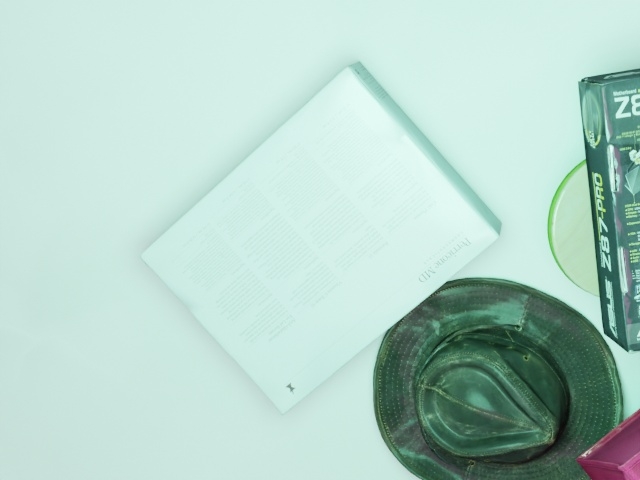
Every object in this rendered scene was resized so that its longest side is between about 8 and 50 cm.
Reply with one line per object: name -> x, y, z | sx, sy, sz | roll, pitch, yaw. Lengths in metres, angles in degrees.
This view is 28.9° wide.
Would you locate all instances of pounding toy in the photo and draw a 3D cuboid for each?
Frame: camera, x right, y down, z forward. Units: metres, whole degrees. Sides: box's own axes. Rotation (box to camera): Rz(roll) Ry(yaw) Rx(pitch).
pounding toy -> 0.379, -0.028, 1.535 | 0.236, 0.110, 0.183 | -4, 100, -10

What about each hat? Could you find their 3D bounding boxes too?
hat -> 0.222, 0.204, 1.578 | 0.331, 0.134, 0.331 | 0, 93, 9

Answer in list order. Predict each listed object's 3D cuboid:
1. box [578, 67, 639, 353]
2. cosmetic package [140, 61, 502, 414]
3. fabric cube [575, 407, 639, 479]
box -> 0.513, -0.059, 1.441 | 0.394, 0.097, 0.318 | -10, 103, -5
cosmetic package -> 0.000, 0.000, 1.604 | 0.377, 0.097, 0.284 | -40, 91, 16
fabric cube -> 0.492, 0.285, 1.436 | 0.259, 0.254, 0.258 | -38, 84, -4
